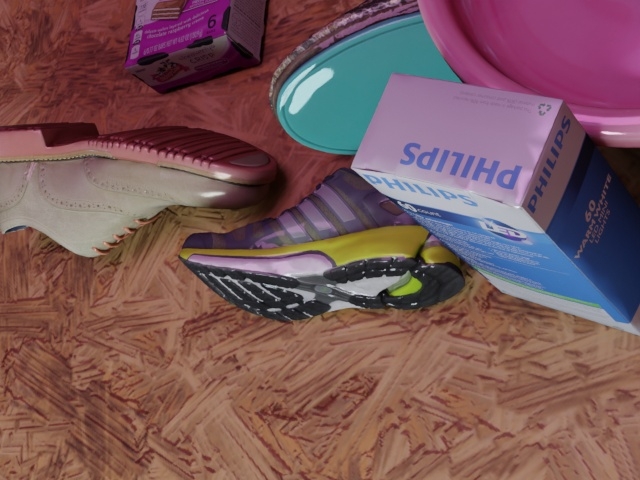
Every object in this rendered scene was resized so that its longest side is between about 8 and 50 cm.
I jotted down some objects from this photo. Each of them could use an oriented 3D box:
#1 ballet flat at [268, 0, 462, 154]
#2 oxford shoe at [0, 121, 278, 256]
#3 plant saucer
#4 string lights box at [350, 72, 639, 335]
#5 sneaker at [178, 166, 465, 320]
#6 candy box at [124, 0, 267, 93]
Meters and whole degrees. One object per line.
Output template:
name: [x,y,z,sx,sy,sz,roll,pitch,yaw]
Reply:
ballet flat: [0.190,-0.198,0.847,0.482,0.164,0.182,-12,40,24]
oxford shoe: [-0.218,-0.055,1.084,0.397,0.140,0.147,7,103,32]
plant saucer: [0.233,-0.214,0.675,0.332,0.084,0.332,-8,71,23]
string lights box: [0.149,-0.018,0.696,0.133,0.259,0.077,18,79,38]
sneaker: [0.000,0.000,0.908,0.299,0.111,0.121,-3,56,28]
candy box: [-0.143,-0.310,1.164,0.159,0.071,0.234,-11,62,31]
